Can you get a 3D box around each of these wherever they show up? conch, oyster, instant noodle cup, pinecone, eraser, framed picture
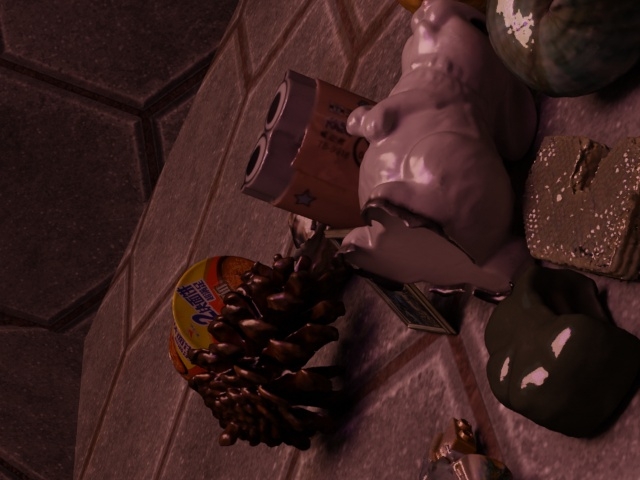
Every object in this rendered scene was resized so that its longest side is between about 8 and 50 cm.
[{"bbox_3d":[0.277,-0.266,1.438,0.277,0.196,0.220,-29,-56,-72],"label":"conch"},{"bbox_3d":[0.002,0.001,2.084,0.351,0.115,0.238,-53,16,33],"label":"oyster"},{"bbox_3d":[-0.170,0.156,2.297,0.174,0.213,0.213,120,162,-57],"label":"instant noodle cup"},{"bbox_3d":[-0.063,0.166,1.885,0.244,0.244,0.309,-31,34,64],"label":"pinecone"},{"bbox_3d":[0.063,-0.089,1.679,0.087,0.291,0.171,-148,78,-73],"label":"eraser"},{"bbox_3d":[0.085,0.053,1.669,0.011,0.183,0.142,-45,13,-14],"label":"framed picture"}]

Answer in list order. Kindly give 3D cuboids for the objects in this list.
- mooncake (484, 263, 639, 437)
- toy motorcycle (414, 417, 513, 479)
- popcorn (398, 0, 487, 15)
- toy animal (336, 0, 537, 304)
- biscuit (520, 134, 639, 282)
[{"bbox_3d":[0.236,0.101,1.284,0.175,0.104,0.168,-15,52,65],"label":"mooncake"},{"bbox_3d":[0.151,0.257,1.401,0.129,0.094,0.229,-60,7,17],"label":"toy motorcycle"},{"bbox_3d":[0.187,-0.416,1.816,0.332,0.225,0.264,97,-168,-55],"label":"popcorn"},{"bbox_3d":[0.158,-0.114,1.565,0.194,0.258,0.357,-43,21,58],"label":"toy animal"},{"bbox_3d":[0.280,-0.042,1.386,0.250,0.046,0.147,-161,90,-72],"label":"biscuit"}]
